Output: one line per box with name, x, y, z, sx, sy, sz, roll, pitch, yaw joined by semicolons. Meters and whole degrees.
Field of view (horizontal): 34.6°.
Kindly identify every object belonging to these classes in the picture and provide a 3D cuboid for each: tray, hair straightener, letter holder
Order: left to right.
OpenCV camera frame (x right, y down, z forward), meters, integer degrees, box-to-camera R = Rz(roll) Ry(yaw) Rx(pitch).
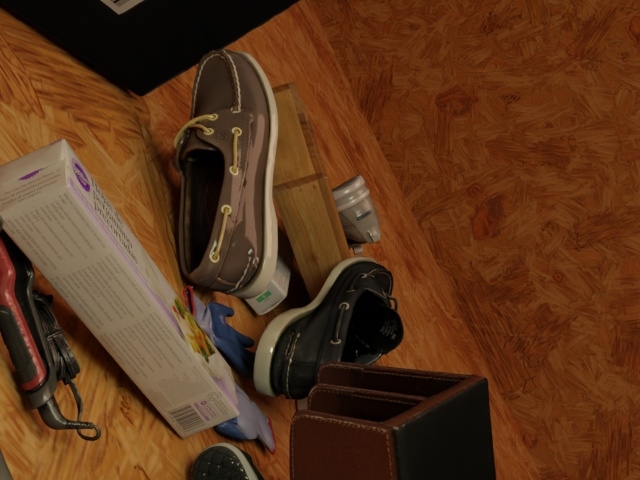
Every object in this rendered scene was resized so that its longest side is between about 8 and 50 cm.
hair straightener;-0.220;0.051;0.800;0.230;0.047;0.089;60;12;10
tray;0.000;0.000;1.454;0.411;0.076;0.202;71;2;-46
letter holder;0.043;0.283;0.978;0.152;0.214;0.301;-16;103;-48

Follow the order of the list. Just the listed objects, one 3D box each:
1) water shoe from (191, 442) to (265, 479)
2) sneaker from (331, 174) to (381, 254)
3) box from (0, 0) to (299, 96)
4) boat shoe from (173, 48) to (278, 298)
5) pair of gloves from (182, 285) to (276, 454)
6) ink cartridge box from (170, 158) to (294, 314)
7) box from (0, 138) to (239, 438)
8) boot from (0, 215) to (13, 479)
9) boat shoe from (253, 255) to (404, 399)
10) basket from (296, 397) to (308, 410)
water shoe;-0.048;0.276;0.934;0.203;0.073;0.080;66;9;14
sneaker;0.028;-0.022;1.687;0.115;0.105;0.281;62;-10;0
box;-0.286;-0.497;1.173;0.480;0.297;0.471;33;32;-64
boat shoe;-0.121;-0.093;1.229;0.097;0.117;0.324;15;64;-44
pair of gloves;-0.104;0.139;1.130;0.159;0.023;0.198;50;18;-46
ink cartridge box;-0.125;-0.027;1.366;0.224;0.056;0.181;48;16;-14
box;-0.162;0.054;0.873;0.063;0.067;0.324;-109;173;-46
boot;-0.213;0.078;0.584;0.208;0.076;0.190;56;26;8
boat shoe;0.042;0.106;1.251;0.340;0.113;0.127;-23;121;-64
basket;0.058;0.260;1.306;0.167;0.103;0.113;52;15;-31
